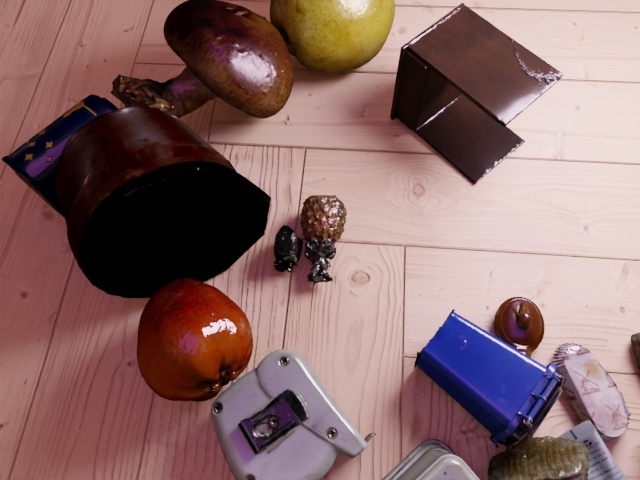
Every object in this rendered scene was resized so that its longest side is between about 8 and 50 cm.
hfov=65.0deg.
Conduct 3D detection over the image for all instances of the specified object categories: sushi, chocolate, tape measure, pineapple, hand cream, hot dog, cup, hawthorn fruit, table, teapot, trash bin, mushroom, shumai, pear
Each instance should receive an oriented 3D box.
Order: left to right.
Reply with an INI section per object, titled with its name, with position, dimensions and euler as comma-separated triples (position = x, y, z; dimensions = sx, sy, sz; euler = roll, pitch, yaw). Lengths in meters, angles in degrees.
[cup]
position = -0.597, -0.226, 1.180
dimensions = 0.255, 0.178, 0.256
euler = 36, 70, 15
[chocolate]
position = -0.345, -0.107, 1.035
dimensions = 0.384, 0.383, 0.331
euler = -26, 61, -9
[hawthorn fruit]
position = -0.254, 0.179, 0.972
dimensions = 0.224, 0.224, 0.261
euler = -32, 58, -11
[mushroom]
position = -0.238, -0.380, 1.183
dimensions = 0.331, 0.334, 0.356
euler = 26, 96, 31
[tape measure]
position = -0.064, 0.343, 0.932
dimensions = 0.246, 0.125, 0.243
euler = -36, 70, -14
[sushi]
position = -0.073, 0.021, 1.098
dimensions = 0.056, 0.083, 0.084
euler = 5, 65, 4
[pineapple]
position = 0.000, 0.000, 1.103
dimensions = 0.108, 0.108, 0.197
euler = 5, 76, 4
[pear]
position = 0.020, -0.565, 1.242
dimensions = 0.304, 0.304, 0.303
euler = -1, 66, 2
[table]
position = 0.336, -0.324, 1.147
dimensions = 0.196, 0.250, 0.282
euler = -39, 71, -15
[trash bin]
position = 0.306, 0.251, 0.937
dimensions = 0.235, 0.184, 0.162
euler = 37, 71, 22
[teapot]
position = 0.405, 0.174, 1.014
dimensions = 0.098, 0.078, 0.129
euler = 10, 67, 7
[shumai]
position = 0.404, 0.440, 0.873
dimensions = 0.184, 0.184, 0.141
euler = -20, 91, -6
[hot dog]
position = 0.523, 0.288, 0.975
dimensions = 0.099, 0.053, 0.192
euler = -20, 64, -7
[hand cream]
position = 0.547, 0.487, 0.879
dimensions = 0.085, 0.058, 0.331
euler = -41, 68, 21

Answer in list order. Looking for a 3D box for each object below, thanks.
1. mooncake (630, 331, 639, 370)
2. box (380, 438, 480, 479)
[mooncake]
position = 0.689, 0.228, 0.984
dimensions = 0.130, 0.073, 0.125
euler = -13, 68, -2
[box]
position = 0.150, 0.487, 0.831
dimensions = 0.312, 0.182, 0.175
euler = -37, 70, -13
